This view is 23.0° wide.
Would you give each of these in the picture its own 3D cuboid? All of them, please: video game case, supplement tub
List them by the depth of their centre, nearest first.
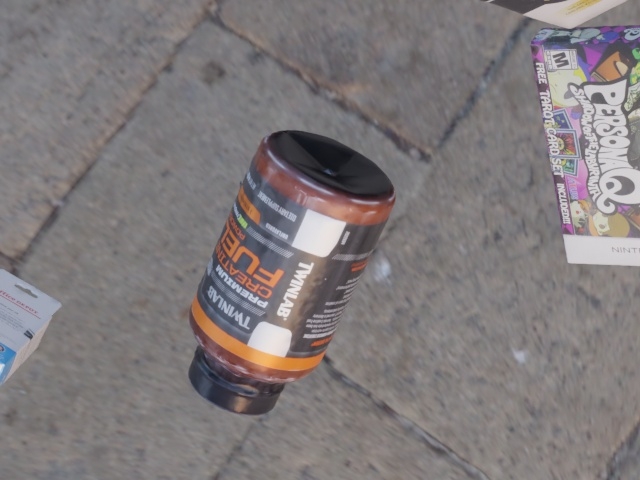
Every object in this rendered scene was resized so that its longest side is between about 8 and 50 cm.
[{"bbox_3d":[-0.029,0.028,1.123,0.106,0.106,0.198,31,114,17],"label":"supplement tub"},{"bbox_3d":[0.308,-0.082,1.412,0.210,0.042,0.232,3,120,29],"label":"video game case"}]

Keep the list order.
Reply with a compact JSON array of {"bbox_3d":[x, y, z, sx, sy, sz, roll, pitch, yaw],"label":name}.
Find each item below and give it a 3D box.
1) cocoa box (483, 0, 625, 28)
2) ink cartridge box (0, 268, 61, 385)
[{"bbox_3d":[0.203,-0.327,1.065,0.347,0.228,0.231,-23,63,50],"label":"cocoa box"},{"bbox_3d":[-0.196,0.054,0.948,0.048,0.083,0.028,30,118,3],"label":"ink cartridge box"}]
